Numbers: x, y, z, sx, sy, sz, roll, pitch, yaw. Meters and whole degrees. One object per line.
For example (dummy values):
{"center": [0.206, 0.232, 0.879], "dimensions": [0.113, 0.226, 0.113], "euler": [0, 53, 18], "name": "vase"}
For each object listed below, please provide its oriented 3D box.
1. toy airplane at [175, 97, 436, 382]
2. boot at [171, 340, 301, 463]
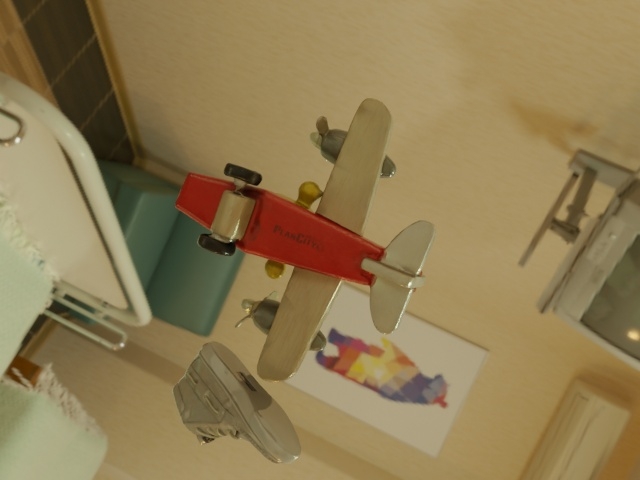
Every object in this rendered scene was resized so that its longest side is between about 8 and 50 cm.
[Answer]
{"center": [0.000, 0.000, 1.168], "dimensions": [0.386, 0.384, 0.272], "euler": [-25, -175, -1], "name": "toy airplane"}
{"center": [-0.141, 0.287, 1.106], "dimensions": [0.123, 0.258, 0.095], "euler": [-51, 141, 7], "name": "boot"}
